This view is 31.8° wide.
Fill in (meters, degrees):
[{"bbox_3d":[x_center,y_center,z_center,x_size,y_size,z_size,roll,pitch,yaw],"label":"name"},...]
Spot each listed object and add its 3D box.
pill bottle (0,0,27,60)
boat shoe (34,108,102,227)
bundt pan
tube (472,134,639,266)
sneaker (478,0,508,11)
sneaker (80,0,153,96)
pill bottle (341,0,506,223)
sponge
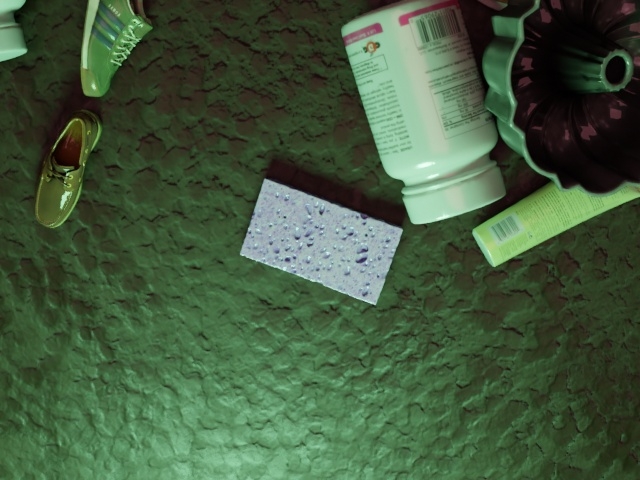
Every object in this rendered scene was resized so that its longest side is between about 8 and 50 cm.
[{"bbox_3d":[-0.483,-0.375,1.508,0.152,0.152,0.272,-13,96,5],"label":"pill bottle"},{"bbox_3d":[-0.364,-0.101,1.584,0.064,0.060,0.178,23,99,0],"label":"boat shoe"},{"bbox_3d":[0.345,-0.228,1.450,0.330,0.124,0.331,-8,109,-23],"label":"bundt pan"},{"bbox_3d":[0.329,-0.046,1.559,0.240,0.062,0.070,-30,139,2],"label":"tube"},{"bbox_3d":[0.185,-0.379,1.473,0.221,0.128,0.087,13,78,-5],"label":"sneaker"},{"bbox_3d":[-0.276,-0.291,1.550,0.086,0.064,0.192,8,95,7],"label":"sneaker"},{"bbox_3d":[0.142,-0.176,1.495,0.160,0.160,0.283,-17,96,5],"label":"pill bottle"},{"bbox_3d":[0.000,0.000,1.592,0.210,0.031,0.117,20,98,0],"label":"sponge"}]
